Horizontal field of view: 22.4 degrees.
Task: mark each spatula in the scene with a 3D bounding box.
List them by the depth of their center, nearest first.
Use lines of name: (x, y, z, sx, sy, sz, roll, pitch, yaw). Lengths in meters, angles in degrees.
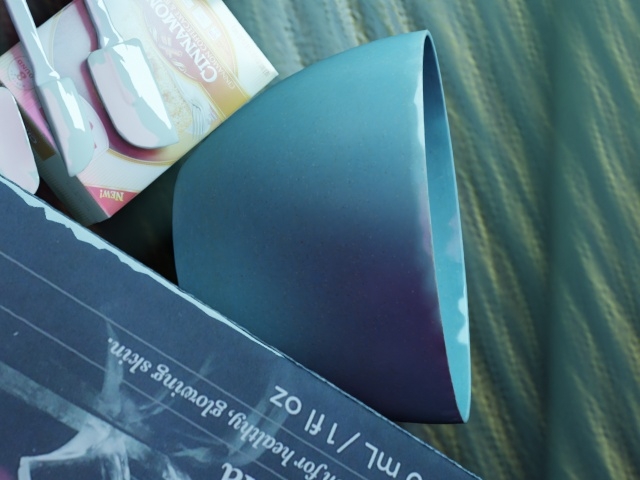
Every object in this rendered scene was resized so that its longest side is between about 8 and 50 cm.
spatula: (-0.216, -0.157, 1.165, 0.168, 0.019, 0.242, -23, 91, -25)

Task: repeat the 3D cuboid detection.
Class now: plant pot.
plant pot: (0.000, 0.000, 1.209, 0.195, 0.290, 0.290, -6, 84, 9)

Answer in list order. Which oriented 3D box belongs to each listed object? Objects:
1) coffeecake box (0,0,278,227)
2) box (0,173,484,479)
coffeecake box: (-0.150, -0.123, 1.241, 0.185, 0.068, 0.142, -43, 102, -24)
box: (-0.220, 0.256, 1.012, 0.480, 0.297, 0.472, 33, 68, -19)
